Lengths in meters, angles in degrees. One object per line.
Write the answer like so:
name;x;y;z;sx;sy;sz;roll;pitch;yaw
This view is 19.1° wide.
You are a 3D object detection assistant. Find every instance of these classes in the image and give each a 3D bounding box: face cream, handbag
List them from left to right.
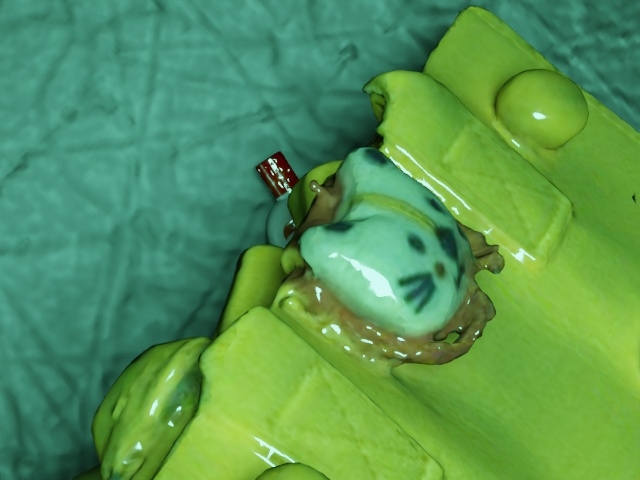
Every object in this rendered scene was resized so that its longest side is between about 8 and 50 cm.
face cream;0.000;0.000;0.811;0.040;0.021;0.083;-34;93;-8
handbag;0.080;0.088;0.649;0.283;0.401;0.133;40;124;-3

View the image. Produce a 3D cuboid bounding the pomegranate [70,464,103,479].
pomegranate;-0.050;0.191;0.700;0.233;0.233;0.233;0;89;-8
